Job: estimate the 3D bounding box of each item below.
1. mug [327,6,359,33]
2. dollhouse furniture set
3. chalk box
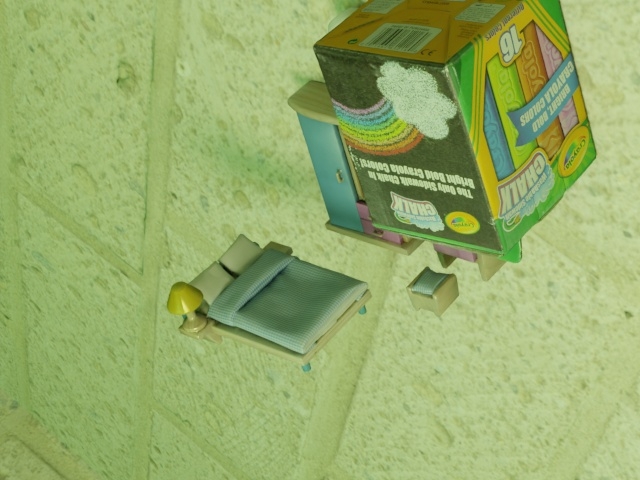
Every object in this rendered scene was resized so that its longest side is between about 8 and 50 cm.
[{"bbox_3d":[0.037,-0.217,1.601,0.064,0.062,0.078,55,143,3],"label":"mug"},{"bbox_3d":[0.000,0.000,1.653,0.286,0.303,0.198,18,139,40],"label":"dollhouse furniture set"},{"bbox_3d":[0.147,-0.110,1.468,0.180,0.179,0.289,15,138,41],"label":"chalk box"}]
